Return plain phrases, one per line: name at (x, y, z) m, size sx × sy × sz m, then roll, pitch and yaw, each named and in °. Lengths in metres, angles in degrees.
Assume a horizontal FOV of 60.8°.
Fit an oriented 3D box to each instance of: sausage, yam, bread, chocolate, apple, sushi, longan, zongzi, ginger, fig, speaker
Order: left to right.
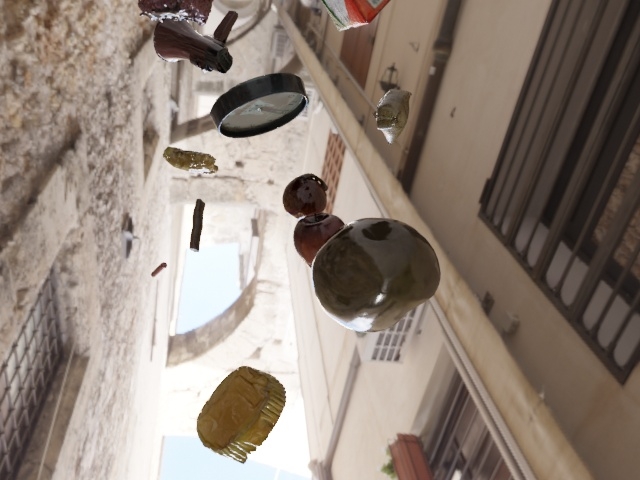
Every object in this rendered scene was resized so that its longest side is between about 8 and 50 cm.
sausage at (-0.664, 0.122, 2.243) m, size 0.029 × 0.223 × 0.030 m, roll 9°, pitch -109°, yaw -27°
sushi at (-0.488, -0.832, 1.867) m, size 0.270 × 0.171 × 0.236 m, roll 12°, pitch -171°, yaw 20°
ginger at (-0.446, -0.278, 1.921) m, size 0.205 × 0.081 × 0.115 m, roll 11°, pitch -171°, yaw -30°
yam at (-0.530, -0.067, 2.355) m, size 0.056 × 0.057 × 0.241 m, roll 6°, pitch -109°, yaw -10°
speaker at (-0.458, -0.785, 2.170) m, size 0.329 × 0.198 × 0.259 m, roll 25°, pitch -125°, yaw 25°
bread at (-0.209, 0.470, 1.489) m, size 0.179 × 0.133 × 0.250 m, roll 26°, pitch -106°, yaw 35°
fig at (-0.065, -0.189, 2.296) m, size 0.205 × 0.205 × 0.205 m, roll 9°, pitch -152°, yaw -5°
apple at (-0.001, -0.001, 2.130) m, size 0.233 × 0.234 × 0.234 m, roll 9°, pitch -152°, yaw -5°
longan at (0.164, 0.106, 1.710) m, size 0.404 × 0.405 × 0.336 m, roll 11°, pitch -140°, yaw 0°
chocolate at (0.176, -0.839, 1.688) m, size 0.161 × 0.360 × 0.341 m, roll 43°, pitch -176°, yaw -21°
zongzi at (0.219, -0.359, 1.714) m, size 0.099 × 0.198 × 0.194 m, roll 16°, pitch -144°, yaw 13°

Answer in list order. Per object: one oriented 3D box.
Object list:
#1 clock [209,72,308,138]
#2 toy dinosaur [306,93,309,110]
clock at (-0.231, -0.510, 2.106) m, size 0.386 × 0.386 × 0.077 m, roll -14°, pitch -100°, yaw -38°
toy dinosaur at (-0.056, -0.588, 2.326) m, size 0.021 × 0.083 × 0.062 m, roll -8°, pitch -155°, yaw -2°
